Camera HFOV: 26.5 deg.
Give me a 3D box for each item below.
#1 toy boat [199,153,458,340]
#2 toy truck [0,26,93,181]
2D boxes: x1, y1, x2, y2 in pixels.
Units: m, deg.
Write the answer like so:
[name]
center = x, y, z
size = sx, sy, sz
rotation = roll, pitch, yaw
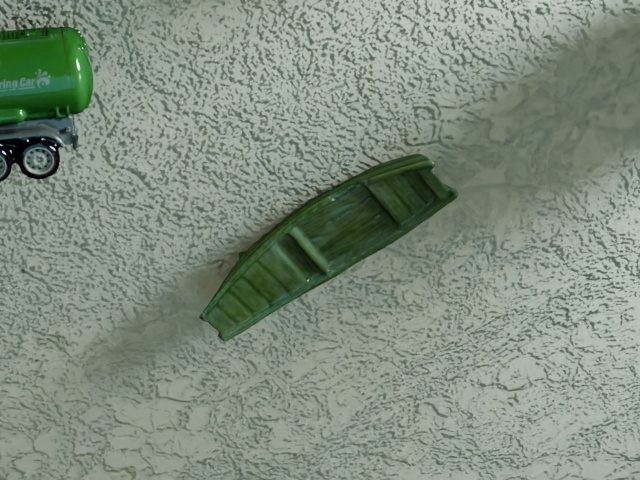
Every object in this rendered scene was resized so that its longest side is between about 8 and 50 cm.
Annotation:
[toy boat]
center = 0.000, 0.000, 1.404
size = 0.293, 0.055, 0.093
rotation = -33, 127, 11
[toy truck]
center = -0.323, -0.122, 1.211
size = 0.243, 0.101, 0.125
rotation = -8, 123, -10
